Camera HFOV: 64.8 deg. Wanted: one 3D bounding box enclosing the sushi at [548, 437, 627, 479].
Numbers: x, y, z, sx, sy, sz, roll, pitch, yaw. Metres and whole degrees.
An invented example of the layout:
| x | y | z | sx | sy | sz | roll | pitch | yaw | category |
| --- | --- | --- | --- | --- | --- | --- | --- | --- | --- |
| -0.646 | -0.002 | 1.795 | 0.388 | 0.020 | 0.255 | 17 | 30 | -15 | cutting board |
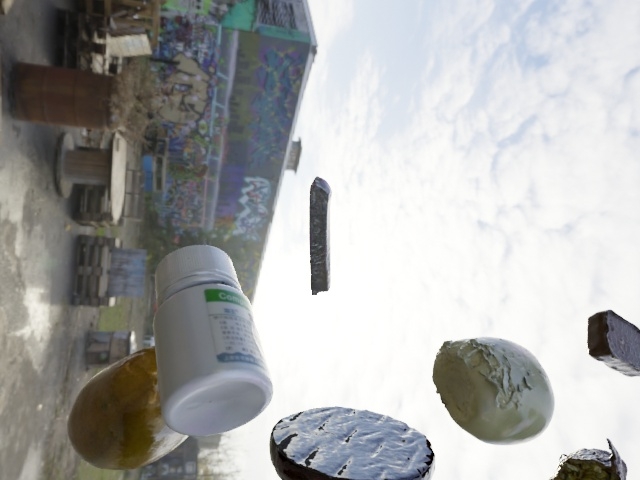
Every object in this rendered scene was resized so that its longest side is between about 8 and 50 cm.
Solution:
| x | y | z | sx | sy | sz | roll | pitch | yaw | category |
| --- | --- | --- | --- | --- | --- | --- | --- | --- | --- |
| 0.705 | 0.659 | 1.343 | 0.296 | 0.179 | 0.166 | -49 | -117 | 28 | sushi |

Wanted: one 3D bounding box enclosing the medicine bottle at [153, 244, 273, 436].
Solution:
| x | y | z | sx | sy | sz | roll | pitch | yaw | category |
| --- | --- | --- | --- | --- | --- | --- | --- | --- | --- |
| -0.153 | 0.124 | 0.676 | 0.236 | 0.139 | 0.139 | -116 | -148 | -46 | medicine bottle |

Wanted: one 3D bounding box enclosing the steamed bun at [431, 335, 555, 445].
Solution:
| x | y | z | sx | sy | sz | roll | pitch | yaw | category |
| --- | --- | --- | --- | --- | --- | --- | --- | --- | --- |
| 0.512 | 0.401 | 1.445 | 0.333 | 0.312 | 0.232 | 59 | -45 | 47 | steamed bun |

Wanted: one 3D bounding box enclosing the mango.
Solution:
| x | y | z | sx | sy | sz | roll | pitch | yaw | category |
| --- | --- | --- | --- | --- | --- | --- | --- | --- | --- |
| -0.400 | 0.368 | 1.143 | 0.445 | 0.300 | 0.232 | -51 | -126 | 44 | mango |

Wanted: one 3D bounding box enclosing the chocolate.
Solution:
| x | y | z | sx | sy | sz | roll | pitch | yaw | category |
| --- | --- | --- | --- | --- | --- | --- | --- | --- | --- |
| 0.849 | 0.300 | 1.454 | 0.093 | 0.214 | 0.148 | -35 | -146 | 49 | chocolate |

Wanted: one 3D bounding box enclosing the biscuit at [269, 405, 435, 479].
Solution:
| x | y | z | sx | sy | sz | roll | pitch | yaw | category |
| --- | --- | --- | --- | --- | --- | --- | --- | --- | --- |
| 0.073 | 0.521 | 1.234 | 0.407 | 0.408 | 0.091 | -164 | -102 | -75 | biscuit |

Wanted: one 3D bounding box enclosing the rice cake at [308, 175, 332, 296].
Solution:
| x | y | z | sx | sy | sz | roll | pitch | yaw | category |
| --- | --- | --- | --- | --- | --- | --- | --- | --- | --- |
| 0.000 | 0.000 | 1.411 | 0.070 | 0.064 | 0.398 | -85 | 176 | -50 | rice cake |
